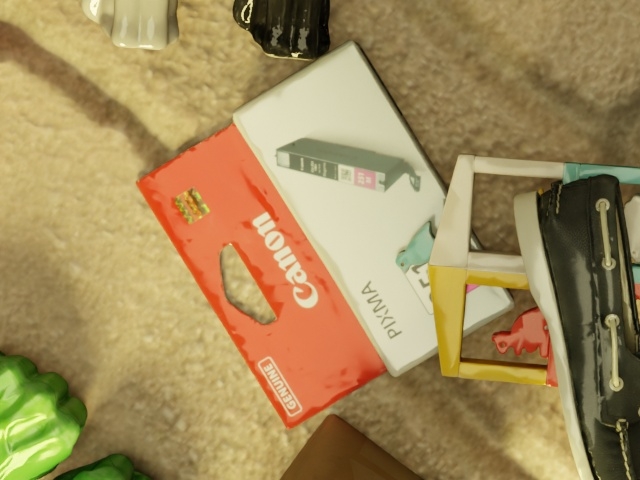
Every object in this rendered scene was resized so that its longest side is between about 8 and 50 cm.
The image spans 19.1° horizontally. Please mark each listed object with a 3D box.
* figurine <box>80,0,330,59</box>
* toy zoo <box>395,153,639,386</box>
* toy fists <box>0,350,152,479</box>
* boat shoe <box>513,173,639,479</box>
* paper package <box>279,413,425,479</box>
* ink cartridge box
[{"bbox_3d":[-0.088,-0.269,1.596,0.215,0.092,0.209,3,115,-9],"label":"figurine"},{"bbox_3d":[0.210,0.029,1.612,0.293,0.030,0.192,4,96,8],"label":"toy zoo"},{"bbox_3d":[-0.240,0.214,1.704,0.142,0.096,0.279,-39,92,18],"label":"toy fists"},{"bbox_3d":[0.236,0.097,1.542,0.091,0.114,0.302,-15,94,15],"label":"boat shoe"},{"bbox_3d":[-0.021,0.328,1.575,0.168,0.325,0.309,36,97,1],"label":"paper package"},{"bbox_3d":[0.000,0.000,1.677,0.239,0.060,0.275,-32,92,6],"label":"ink cartridge box"}]
